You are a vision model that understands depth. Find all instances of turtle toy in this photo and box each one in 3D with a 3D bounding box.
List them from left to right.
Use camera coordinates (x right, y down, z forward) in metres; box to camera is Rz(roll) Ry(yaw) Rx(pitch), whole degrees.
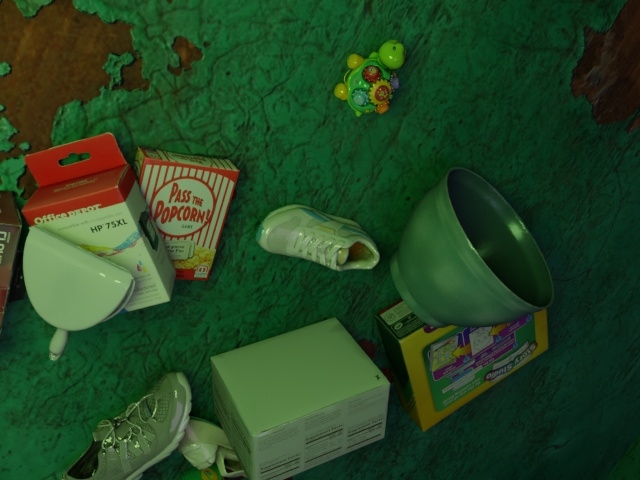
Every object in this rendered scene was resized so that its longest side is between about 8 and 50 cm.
[{"bbox_3d":[0.088,-0.252,1.038,0.095,0.066,0.130,12,111,-36],"label":"turtle toy"}]

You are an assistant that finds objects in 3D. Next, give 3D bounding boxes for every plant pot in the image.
[{"bbox_3d":[0.252,0.040,1.211,0.293,0.293,0.196,23,132,-39],"label":"plant pot"}]

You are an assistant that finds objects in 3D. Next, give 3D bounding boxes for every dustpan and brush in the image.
[{"bbox_3d":[-0.335,0.088,0.880,0.147,0.060,0.211,27,110,-3],"label":"dustpan and brush"}]

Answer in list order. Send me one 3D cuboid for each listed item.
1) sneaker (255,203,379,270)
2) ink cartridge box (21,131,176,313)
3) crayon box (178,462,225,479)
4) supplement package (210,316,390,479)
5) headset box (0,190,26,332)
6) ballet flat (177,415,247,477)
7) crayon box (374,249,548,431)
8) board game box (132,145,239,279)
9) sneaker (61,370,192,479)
[{"bbox_3d":[0.000,0.000,1.125,0.228,0.092,0.087,5,117,-33],"label":"sneaker"},{"bbox_3d":[-0.300,-0.014,0.894,0.134,0.078,0.231,-15,119,5],"label":"ink cartridge box"},{"bbox_3d":[-0.191,0.595,1.329,0.081,0.165,0.279,-22,127,-19],"label":"crayon box"},{"bbox_3d":[-0.041,0.284,1.203,0.261,0.204,0.145,-14,126,-24],"label":"supplement package"},{"bbox_3d":[-0.514,0.042,0.818,0.293,0.110,0.218,6,115,-34],"label":"headset box"},{"bbox_3d":[-0.196,0.396,1.248,0.086,0.086,0.248,-51,131,5],"label":"ballet flat"},{"bbox_3d":[0.319,0.201,1.442,0.362,0.106,0.313,-29,131,-13],"label":"crayon box"},{"bbox_3d":[-0.219,-0.035,0.996,0.146,0.045,0.194,4,116,-33],"label":"board game box"},{"bbox_3d":[-0.324,0.334,1.123,0.115,0.105,0.281,32,99,-41],"label":"sneaker"}]
